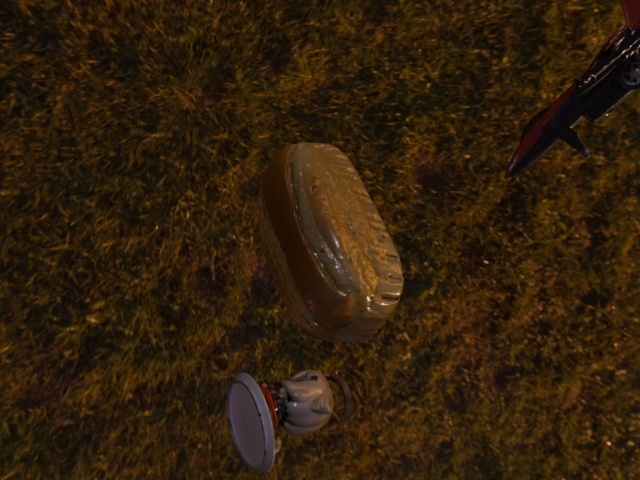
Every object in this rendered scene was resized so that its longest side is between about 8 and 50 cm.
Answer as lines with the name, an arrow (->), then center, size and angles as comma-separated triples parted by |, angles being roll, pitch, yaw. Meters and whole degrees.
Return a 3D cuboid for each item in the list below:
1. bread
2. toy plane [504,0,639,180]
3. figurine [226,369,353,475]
bread -> 0.000, 0.000, 0.719 | 0.106, 0.236, 0.140 | -1, 140, -31
toy plane -> 0.208, -0.111, 0.481 | 0.061, 0.130, 0.189 | 40, 123, 20
figurine -> -0.032, 0.226, 0.841 | 0.153, 0.132, 0.132 | -9, 105, -30
